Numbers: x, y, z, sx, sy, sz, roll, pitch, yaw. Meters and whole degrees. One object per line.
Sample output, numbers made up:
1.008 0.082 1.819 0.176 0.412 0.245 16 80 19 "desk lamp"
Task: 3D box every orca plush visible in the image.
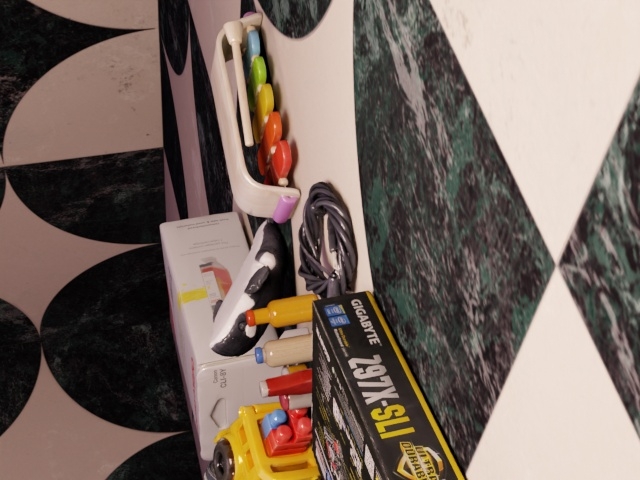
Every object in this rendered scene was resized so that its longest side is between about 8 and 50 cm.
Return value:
-0.087 0.085 1.699 0.151 0.102 0.287 -46 18 27 "orca plush"

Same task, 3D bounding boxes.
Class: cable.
0.000 0.000 1.375 0.184 0.047 0.150 -121 26 -61 "cable"

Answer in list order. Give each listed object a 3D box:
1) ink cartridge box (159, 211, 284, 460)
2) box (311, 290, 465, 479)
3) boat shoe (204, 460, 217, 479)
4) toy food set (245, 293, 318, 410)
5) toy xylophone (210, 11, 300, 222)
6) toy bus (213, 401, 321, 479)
-0.186 0.177 2.043 0.384 0.161 0.279 -111 17 -45 "ink cartridge box"
0.064 0.251 1.194 0.322 0.079 0.257 -115 19 -51 "box"
-0.119 0.432 1.916 0.255 0.095 0.079 19 122 49 "boat shoe"
-0.056 0.182 1.606 0.232 0.105 0.111 101 157 -56 "toy food set"
-0.100 -0.189 1.607 0.236 0.081 0.322 137 124 -75 "toy xylophone"
-0.062 0.358 1.718 0.211 0.150 0.220 -58 42 47 "toy bus"
